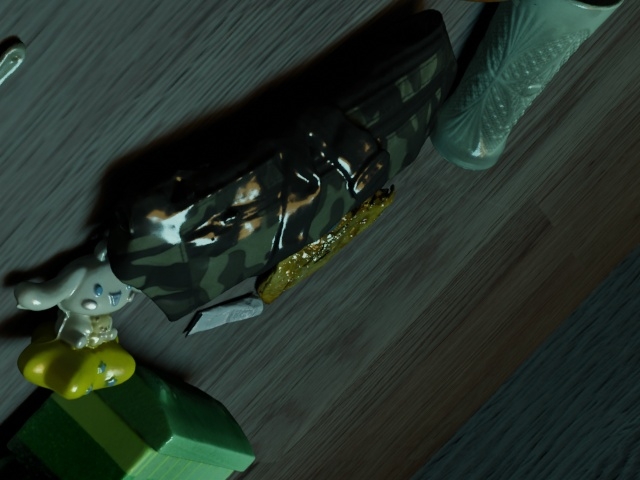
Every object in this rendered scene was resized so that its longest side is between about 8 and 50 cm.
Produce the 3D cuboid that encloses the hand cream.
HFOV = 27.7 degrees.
[{"bbox_3d":[-0.087,0.067,1.193,0.093,0.019,0.030,-12,145,-48],"label":"hand cream"}]

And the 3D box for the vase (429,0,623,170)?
[{"bbox_3d":[0.172,-0.158,1.145,0.096,0.096,0.219,-28,158,-41],"label":"vase"}]

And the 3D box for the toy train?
[{"bbox_3d":[-0.178,0.204,1.121,0.202,0.120,0.301,-47,162,-2],"label":"toy train"}]

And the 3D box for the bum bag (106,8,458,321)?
[{"bbox_3d":[-0.015,-0.051,0.969,0.340,0.095,0.144,-35,144,-31],"label":"bum bag"}]

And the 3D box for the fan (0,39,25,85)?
[{"bbox_3d":[-0.230,-0.024,0.696,0.220,0.009,0.132,-47,162,6],"label":"fan"}]

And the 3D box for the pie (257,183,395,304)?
[{"bbox_3d":[0.000,0.000,1.204,0.170,0.034,0.092,-41,164,6],"label":"pie"}]

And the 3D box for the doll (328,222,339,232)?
[{"bbox_3d":[-0.006,-0.036,1.092,0.076,0.050,0.083,-25,156,-36],"label":"doll"}]

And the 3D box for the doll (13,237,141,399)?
[{"bbox_3d":[-0.164,0.049,0.928,0.135,0.071,0.113,-37,142,-42],"label":"doll"}]
